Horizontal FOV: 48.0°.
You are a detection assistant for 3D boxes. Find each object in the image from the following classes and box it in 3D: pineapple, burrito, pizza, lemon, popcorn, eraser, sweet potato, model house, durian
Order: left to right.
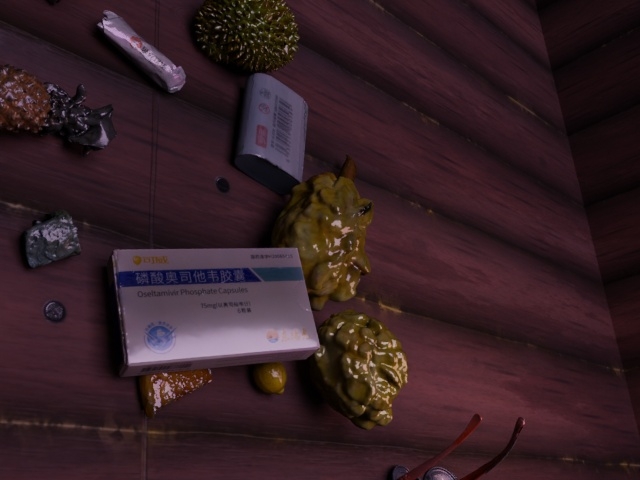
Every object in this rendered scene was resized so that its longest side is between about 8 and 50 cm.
[{"bbox_3d":[-0.429,-0.003,1.127,0.083,0.066,0.078,-20,97,-33],"label":"model house"},{"bbox_3d":[-0.442,-0.210,1.183,0.237,0.111,0.119,9,94,-51],"label":"pineapple"},{"bbox_3d":[-0.347,-0.365,1.398,0.203,0.064,0.064,39,46,-26],"label":"burrito"},{"bbox_3d":[-0.246,0.217,1.219,0.131,0.041,0.178,15,58,-36],"label":"pizza"},{"bbox_3d":[-0.151,-0.470,1.591,0.237,0.176,0.200,11,81,-57],"label":"durian"},{"bbox_3d":[-0.094,0.256,1.354,0.083,0.062,0.062,57,40,-7],"label":"lemon"},{"bbox_3d":[-0.103,-0.234,1.585,0.174,0.081,0.227,32,49,-39],"label":"eraser"},{"bbox_3d":[0.000,0.000,1.480,0.252,0.215,0.286,82,27,-44],"label":"popcorn"},{"bbox_3d":[0.040,-0.106,1.691,0.067,0.067,0.274,44,46,-24],"label":"sweet potato"},{"bbox_3d":[0.073,0.256,1.447,0.181,0.217,0.235,-31,102,-24],"label":"popcorn"}]

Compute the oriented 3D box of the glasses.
[{"bbox_3d":[0.303,0.483,1.527,0.234,0.268,0.118,19,39,-40],"label":"glasses"}]

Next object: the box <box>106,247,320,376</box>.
[{"bbox_3d":[-0.181,0.115,1.235,0.343,0.065,0.200,-1,65,-29],"label":"box"}]

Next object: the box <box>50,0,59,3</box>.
[{"bbox_3d":[-0.510,-0.543,1.263,0.224,0.120,0.069,48,39,-18],"label":"box"}]
